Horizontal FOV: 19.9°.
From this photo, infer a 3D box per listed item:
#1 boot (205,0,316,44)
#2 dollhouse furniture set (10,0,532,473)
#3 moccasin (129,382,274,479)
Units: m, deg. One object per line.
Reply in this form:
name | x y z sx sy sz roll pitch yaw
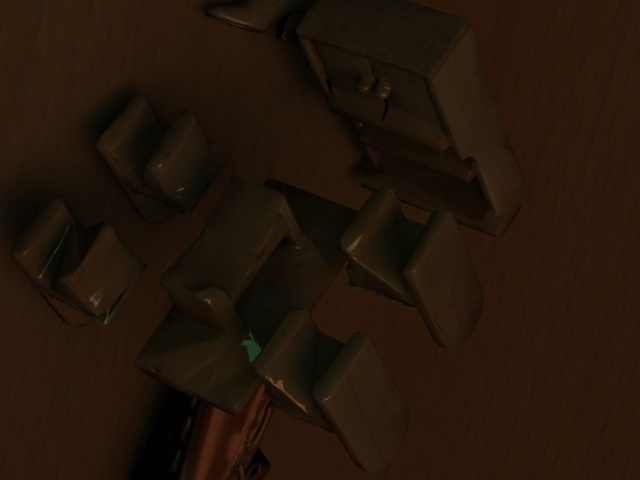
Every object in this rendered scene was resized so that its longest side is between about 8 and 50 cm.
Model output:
boot | -0.045 -0.236 1.719 0.118 0.042 0.087 11 103 -36
dollhouse furniture set | 0.000 0.000 1.681 0.394 0.362 0.256 -55 145 -21
moccasin | -0.105 0.221 1.881 0.147 0.139 0.380 12 99 -26
